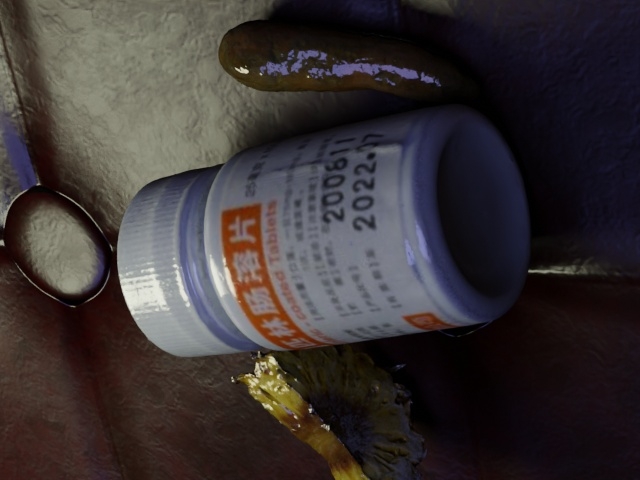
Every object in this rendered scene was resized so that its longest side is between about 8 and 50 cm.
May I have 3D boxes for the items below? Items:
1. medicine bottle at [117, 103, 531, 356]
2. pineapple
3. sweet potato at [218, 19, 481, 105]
[{"bbox_3d":[0.000,0.000,1.616,0.371,0.211,0.211,-11,110,34],"label":"medicine bottle"},{"bbox_3d":[0.030,0.175,1.755,0.233,0.135,0.079,46,141,-3],"label":"pineapple"},{"bbox_3d":[0.022,-0.173,1.599,0.273,0.075,0.075,8,120,22],"label":"sweet potato"}]
